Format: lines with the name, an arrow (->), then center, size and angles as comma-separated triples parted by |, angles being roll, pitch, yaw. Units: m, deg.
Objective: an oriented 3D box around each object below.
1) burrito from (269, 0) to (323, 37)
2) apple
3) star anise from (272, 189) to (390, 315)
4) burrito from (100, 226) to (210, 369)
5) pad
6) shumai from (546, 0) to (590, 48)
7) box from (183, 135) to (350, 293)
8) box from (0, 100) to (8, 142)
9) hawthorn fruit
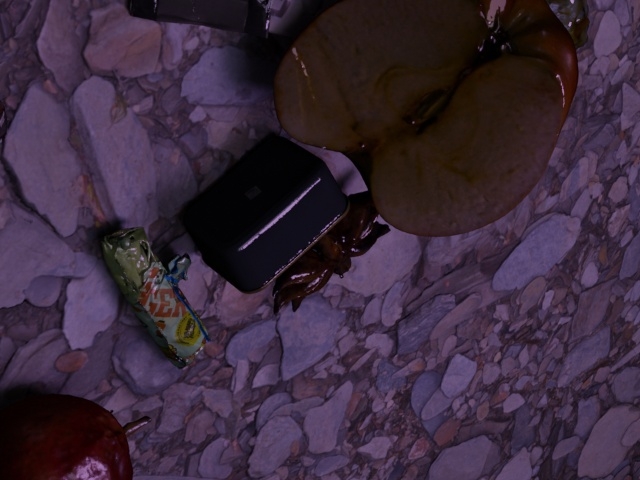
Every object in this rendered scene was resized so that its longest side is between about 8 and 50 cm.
burrito -> -0.046, -0.448, 1.369 | 0.139, 0.101, 0.445 | -13, 128, -23
apple -> 0.141, -0.185, 1.474 | 0.329, 0.295, 0.365 | 2, 149, -39
star anise -> 0.000, 0.000, 1.725 | 0.272, 0.102, 0.272 | -40, 163, -15
burrito -> -0.212, 0.070, 1.598 | 0.104, 0.054, 0.288 | -41, 138, -15
pad -> -0.125, -0.355, 1.344 | 0.174, 0.022, 0.233 | 8, 119, -5
shumai -> 0.229, -0.377, 1.651 | 0.263, 0.304, 0.309 | -16, 136, 9
box -> -0.077, -0.041, 1.585 | 0.201, 0.144, 0.090 | -42, 134, -13
box -> -0.405, -0.165, 1.191 | 0.151, 0.151, 0.135 | -20, 121, -33
hawthorn fruit -> -0.336, 0.299, 1.536 | 0.266, 0.210, 0.230 | -39, 126, -37
